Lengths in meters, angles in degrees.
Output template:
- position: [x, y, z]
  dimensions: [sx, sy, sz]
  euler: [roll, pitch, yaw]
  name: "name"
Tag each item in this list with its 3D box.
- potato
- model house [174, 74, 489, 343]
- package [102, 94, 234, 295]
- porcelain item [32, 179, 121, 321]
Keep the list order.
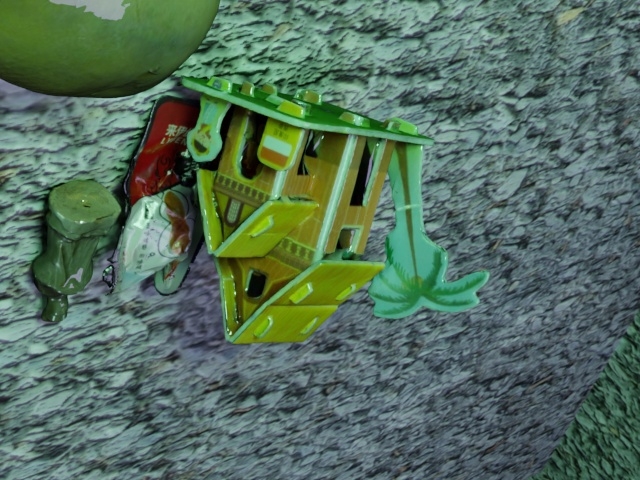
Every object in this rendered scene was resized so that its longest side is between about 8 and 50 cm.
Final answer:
- position: [-0.226, -0.244, 1.141]
  dimensions: [0.326, 0.243, 0.221]
  euler: [20, 71, -58]
  name: "potato"
- position: [0.000, 0.000, 1.540]
  dimensions: [0.300, 0.340, 0.324]
  euler: [-1, 110, -56]
  name: "model house"
- position: [-0.188, -0.050, 1.604]
  dimensions: [0.194, 0.071, 0.270]
  euler: [-4, 113, -63]
  name: "package"
- position: [-0.313, 0.028, 1.552]
  dimensions: [0.081, 0.069, 0.216]
  euler: [-21, 148, -42]
  name: "porcelain item"
